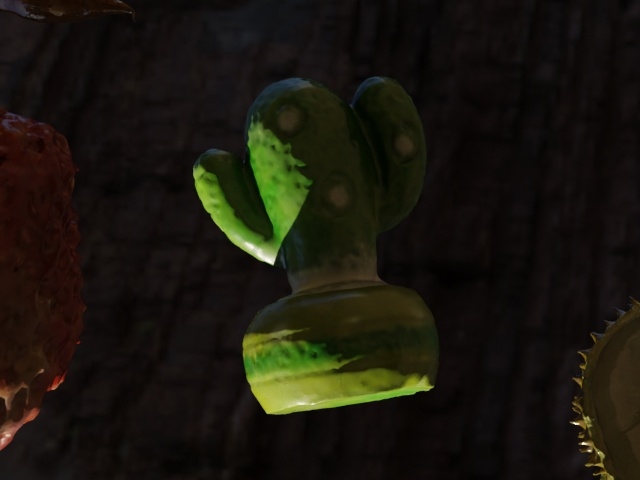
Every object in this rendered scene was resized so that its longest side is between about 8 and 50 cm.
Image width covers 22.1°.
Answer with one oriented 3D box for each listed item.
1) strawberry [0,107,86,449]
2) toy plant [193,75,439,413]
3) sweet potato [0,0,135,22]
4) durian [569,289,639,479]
[{"bbox_3d":[-0.329,0.044,1.530,0.336,0.265,0.149,-68,23,5],"label":"strawberry"},{"bbox_3d":[0.000,0.000,1.559,0.184,0.224,0.316,85,177,-83],"label":"toy plant"},{"bbox_3d":[-0.261,-0.232,1.559,0.056,0.195,0.056,16,-90,-76],"label":"sweet potato"},{"bbox_3d":[0.280,0.159,1.309,0.144,0.139,0.252,15,-132,-59],"label":"durian"}]
